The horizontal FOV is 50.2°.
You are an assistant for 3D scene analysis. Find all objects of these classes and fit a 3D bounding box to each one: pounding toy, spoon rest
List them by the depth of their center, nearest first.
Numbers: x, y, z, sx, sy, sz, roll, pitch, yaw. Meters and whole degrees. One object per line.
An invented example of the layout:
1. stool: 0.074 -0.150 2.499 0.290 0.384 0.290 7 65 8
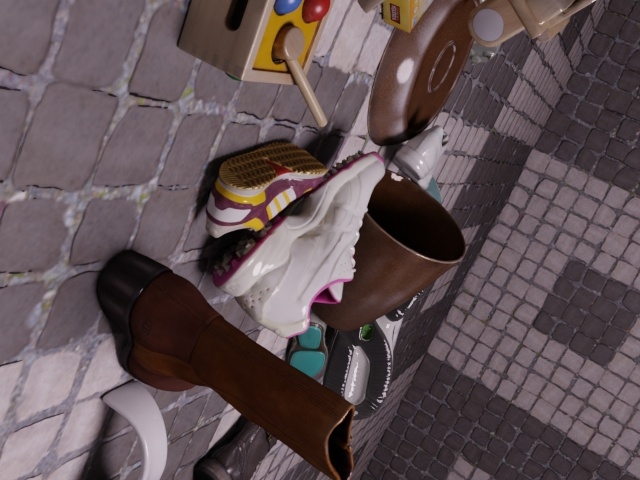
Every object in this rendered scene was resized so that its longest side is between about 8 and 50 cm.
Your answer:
1. pounding toy: -0.039 -0.184 0.604 0.130 0.100 0.141 -20 136 -62
2. spoon rest: -0.246 0.304 0.808 0.137 0.084 0.277 -21 136 -62

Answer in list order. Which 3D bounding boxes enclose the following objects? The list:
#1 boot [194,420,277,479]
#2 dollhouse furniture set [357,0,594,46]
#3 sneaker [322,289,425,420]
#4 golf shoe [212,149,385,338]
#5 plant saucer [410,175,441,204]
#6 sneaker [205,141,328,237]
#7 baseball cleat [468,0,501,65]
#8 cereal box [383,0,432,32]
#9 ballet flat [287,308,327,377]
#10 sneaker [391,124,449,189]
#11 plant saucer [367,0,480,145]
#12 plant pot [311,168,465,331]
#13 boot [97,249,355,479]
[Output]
1. boot: -0.123 0.401 1.250 0.229 0.091 0.263 -43 153 -39
2. dollhouse furniture set: 0.035 -0.231 0.550 0.355 0.303 0.173 -43 -168 -37
3. sneaker: 0.099 0.109 1.382 0.257 0.169 0.448 -101 -152 -83
4. golf shoe: 0.000 0.000 0.881 0.306 0.140 0.115 -44 -171 -32
5. plant saucer: 0.192 -0.116 1.301 0.021 0.119 0.119 -28 156 -3
6. sneaker: -0.065 -0.058 0.789 0.185 0.069 0.084 -21 146 -53
7. baseball cleat: 0.305 -0.406 1.209 0.206 0.072 0.110 83 31 -69
8. cereal box: 0.156 -0.407 0.859 0.240 0.047 0.173 -55 160 -16
9. ballet flat: -0.019 0.177 1.237 0.213 0.072 0.068 98 -2 -53
10. sneaker: 0.177 -0.146 1.153 0.094 0.080 0.212 -50 178 2
11. plant saucer: 0.177 -0.285 1.095 0.311 0.050 0.311 -51 160 -27
12. plant pot: 0.080 0.034 1.114 0.230 0.215 0.215 -54 167 31
13. boot: -0.078 0.148 0.703 0.096 0.280 0.264 -48 157 -32
